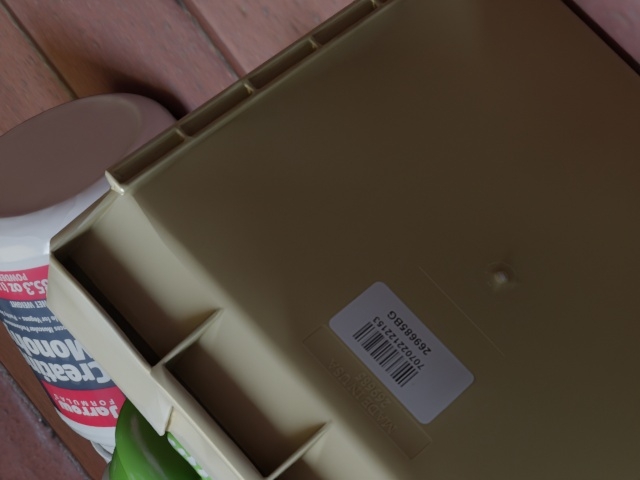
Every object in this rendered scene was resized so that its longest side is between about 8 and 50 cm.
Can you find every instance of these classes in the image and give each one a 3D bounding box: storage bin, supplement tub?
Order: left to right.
[{"bbox_3d":[-0.153,0.039,1.117,0.191,0.191,0.272,25,146,49],"label":"supplement tub"},{"bbox_3d":[0.060,0.039,0.603,0.262,0.260,0.123,47,154,11],"label":"storage bin"}]

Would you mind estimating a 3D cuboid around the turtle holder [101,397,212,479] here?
[{"bbox_3d":[-0.014,0.214,0.954,0.320,0.243,0.227,32,117,37],"label":"turtle holder"}]
